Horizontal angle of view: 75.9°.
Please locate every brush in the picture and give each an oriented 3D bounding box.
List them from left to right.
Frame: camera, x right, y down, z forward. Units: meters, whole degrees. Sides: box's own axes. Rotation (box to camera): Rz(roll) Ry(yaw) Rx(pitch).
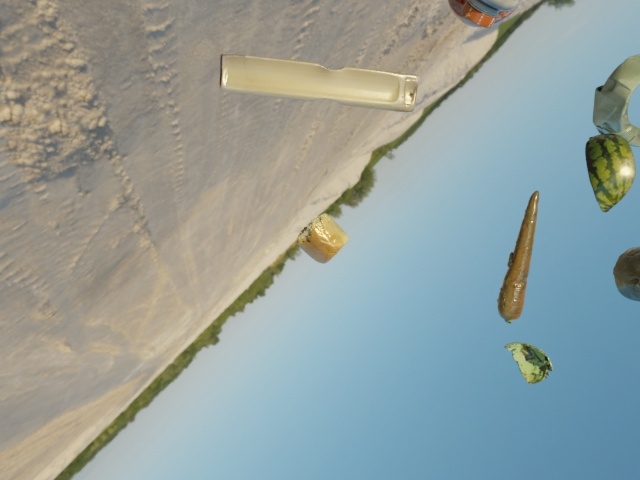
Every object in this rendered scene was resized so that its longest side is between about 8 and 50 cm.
[{"bbox_3d":[-0.002,-0.258,0.676,0.050,0.320,0.060,-87,-176,-72],"label":"brush"}]

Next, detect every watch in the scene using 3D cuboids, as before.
[{"bbox_3d":[0.810,-0.339,1.017,0.241,0.253,0.162,-32,-147,-2],"label":"watch"}]

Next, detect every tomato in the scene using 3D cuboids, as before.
[{"bbox_3d":[0.512,-0.754,1.309,0.199,0.228,0.112,-42,160,1],"label":"tomato"}]

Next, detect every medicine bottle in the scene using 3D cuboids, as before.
[{"bbox_3d":[0.482,-0.707,1.046,0.157,0.157,0.289,-47,170,-42],"label":"medicine bottle"}]

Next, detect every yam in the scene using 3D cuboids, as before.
[{"bbox_3d":[0.623,0.059,0.703,0.107,0.107,0.194,-45,-178,-8],"label":"yam"}]

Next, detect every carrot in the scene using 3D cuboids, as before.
[{"bbox_3d":[0.371,0.034,0.760,0.049,0.049,0.255,-53,151,-75],"label":"carrot"}]

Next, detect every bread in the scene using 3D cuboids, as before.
[{"bbox_3d":[0.000,0.000,1.008,0.082,0.106,0.125,-40,179,-40],"label":"bread"}]

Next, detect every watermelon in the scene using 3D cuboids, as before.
[{"bbox_3d":[0.558,-0.148,0.816,0.087,0.068,0.164,111,-20,-72],"label":"watermelon"}]

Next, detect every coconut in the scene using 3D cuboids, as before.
[{"bbox_3d":[0.670,0.382,1.308,0.133,0.158,0.055,-10,-159,44],"label":"coconut"}]
